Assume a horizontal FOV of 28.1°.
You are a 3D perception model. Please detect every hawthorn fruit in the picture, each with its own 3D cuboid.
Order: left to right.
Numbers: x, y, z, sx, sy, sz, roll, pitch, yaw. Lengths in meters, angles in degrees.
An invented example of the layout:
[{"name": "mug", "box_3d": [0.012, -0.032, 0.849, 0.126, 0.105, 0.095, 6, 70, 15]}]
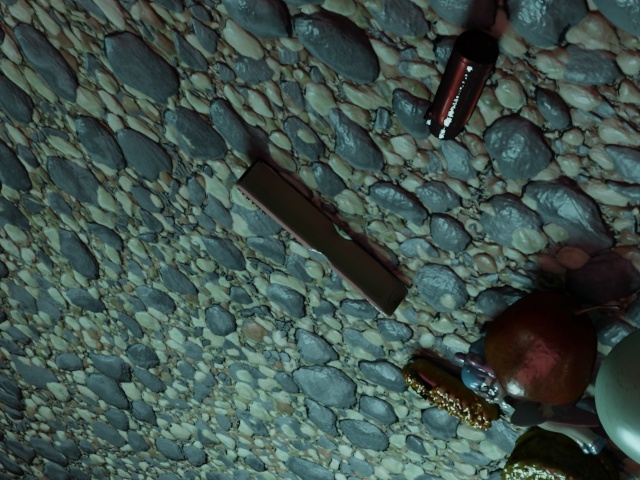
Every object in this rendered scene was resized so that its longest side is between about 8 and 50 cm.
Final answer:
[{"name": "hawthorn fruit", "box_3d": [0.327, 0.134, 1.813, 0.163, 0.162, 0.203, 29, 129, 9]}]

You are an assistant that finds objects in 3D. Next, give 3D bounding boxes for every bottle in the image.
[{"name": "bottle", "box_3d": [0.174, -0.191, 1.616, 0.060, 0.060, 0.164, 29, 146, 8]}]

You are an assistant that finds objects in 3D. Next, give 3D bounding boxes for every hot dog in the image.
[{"name": "hot dog", "box_3d": [0.217, 0.261, 2.127, 0.188, 0.055, 0.072, 31, 144, 8]}]

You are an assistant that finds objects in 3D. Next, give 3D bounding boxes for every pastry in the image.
[{"name": "pastry", "box_3d": [0.393, 0.389, 2.090, 0.189, 0.103, 0.188, 22, 144, 17]}]

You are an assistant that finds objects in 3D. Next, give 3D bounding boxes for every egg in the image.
[{"name": "egg", "box_3d": [0.538, 0.211, 1.643, 0.371, 0.230, 0.230, 4, 136, 28]}]

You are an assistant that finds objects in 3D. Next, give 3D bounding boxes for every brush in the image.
[{"name": "brush", "box_3d": [0.000, 0.000, 1.997, 0.321, 0.060, 0.050, 41, 158, -8]}]

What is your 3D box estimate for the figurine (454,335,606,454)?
[{"name": "figurine", "box_3d": [0.328, 0.238, 1.990, 0.260, 0.103, 0.205, 35, -178, -3]}]
